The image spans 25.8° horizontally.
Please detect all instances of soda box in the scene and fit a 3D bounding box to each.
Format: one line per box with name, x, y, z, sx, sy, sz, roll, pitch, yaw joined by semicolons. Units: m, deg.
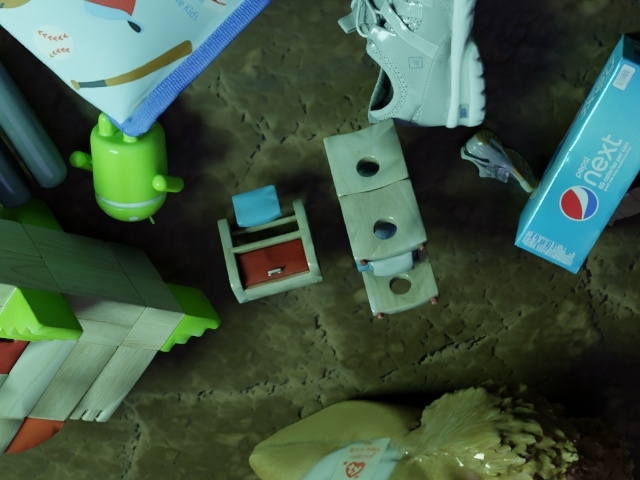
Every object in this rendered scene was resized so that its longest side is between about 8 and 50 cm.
soda box;0.257;-0.078;1.292;0.067;0.071;0.210;26;119;-1

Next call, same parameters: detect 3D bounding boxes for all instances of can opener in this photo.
can opener;-0.309;-0.144;1.169;0.076;0.095;0.283;-29;117;1

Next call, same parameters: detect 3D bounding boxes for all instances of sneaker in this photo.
sneaker;0.069;-0.204;1.172;0.115;0.105;0.281;-12;125;1
sneaker;0.167;-0.071;1.323;0.083;0.032;0.037;39;125;-22

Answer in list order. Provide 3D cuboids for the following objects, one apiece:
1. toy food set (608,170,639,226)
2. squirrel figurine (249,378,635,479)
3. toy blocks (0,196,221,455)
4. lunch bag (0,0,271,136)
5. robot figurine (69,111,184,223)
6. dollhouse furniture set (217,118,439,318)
toy food set;0.309;-0.070;1.345;0.122;0.019;0.078;-31;122;23
squirrel figurine;0.160;0.337;1.438;0.397;0.281;0.370;-32;118;9
toy blocks;-0.315;0.112;1.262;0.381;0.190;0.261;13;121;-47
lunch bag;-0.127;-0.326;1.000;0.385;0.239;0.328;-44;118;3
robot figurine;-0.171;-0.067;1.258;0.101;0.067;0.115;14;126;17
dollhouse furniture set;0.000;0.000;1.259;0.184;0.129;0.129;-16;152;3
